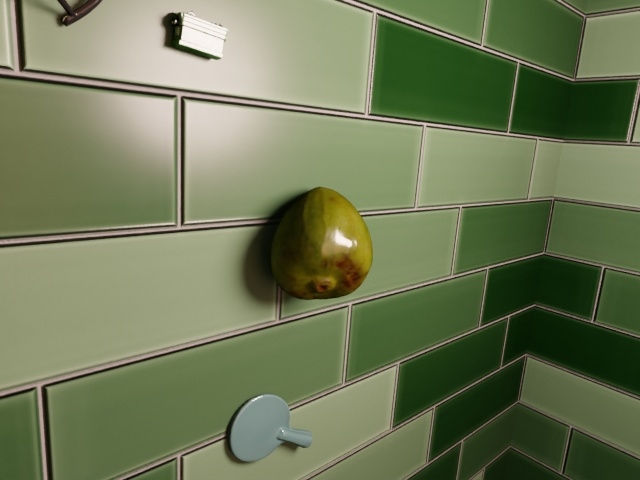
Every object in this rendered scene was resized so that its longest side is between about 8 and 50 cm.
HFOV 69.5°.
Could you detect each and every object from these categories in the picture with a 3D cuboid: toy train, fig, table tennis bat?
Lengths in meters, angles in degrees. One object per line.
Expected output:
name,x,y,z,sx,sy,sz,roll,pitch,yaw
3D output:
toy train,-0.193,-0.325,0.731,0.093,0.038,0.056,1,107,-43
fig,0.000,0.000,0.916,0.203,0.203,0.225,33,39,-43
table tennis bat,-0.104,0.421,1.023,0.237,0.038,0.149,33,77,-38

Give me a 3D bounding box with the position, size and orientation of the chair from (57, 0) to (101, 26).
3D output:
chair,-0.346,-0.397,0.511,0.155,0.141,0.260,-63,177,-9
